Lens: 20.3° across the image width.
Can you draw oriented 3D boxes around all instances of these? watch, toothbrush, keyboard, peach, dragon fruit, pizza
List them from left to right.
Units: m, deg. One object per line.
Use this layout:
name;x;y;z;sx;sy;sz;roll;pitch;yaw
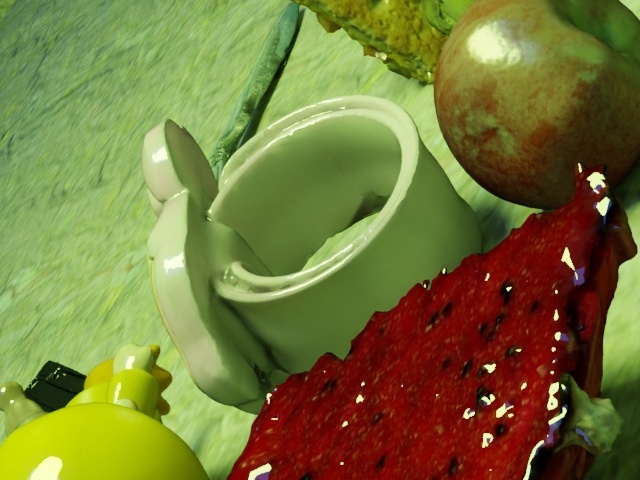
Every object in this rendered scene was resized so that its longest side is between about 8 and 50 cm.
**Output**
keyboard;-0.252;0.165;1.728;0.087;0.017;0.250;-55;21;-12
toothbrush;-0.084;-0.116;1.819;0.035;0.042;0.413;-33;25;42
watch;0.000;0.000;1.284;0.217;0.211;0.248;-26;35;14
pizza;0.064;-0.227;1.532;0.292;0.197;0.058;-20;0;-23
dragon fruit;0.056;0.145;0.992;0.343;0.100;0.282;-34;28;46
peach;0.150;-0.089;1.166;0.152;0.152;0.152;-43;22;22

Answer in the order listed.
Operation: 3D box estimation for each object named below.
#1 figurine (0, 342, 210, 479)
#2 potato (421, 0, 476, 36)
figurine;-0.152;0.197;1.251;0.187;0.215;0.343;-5;11;-3
potato;0.153;-0.236;1.449;0.188;0.085;0.105;-42;30;28
